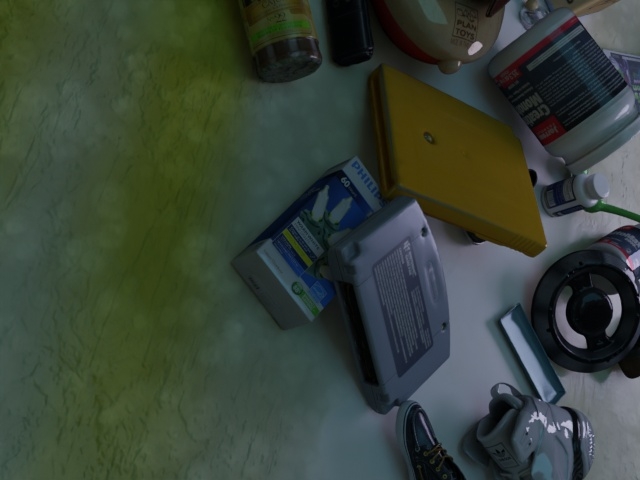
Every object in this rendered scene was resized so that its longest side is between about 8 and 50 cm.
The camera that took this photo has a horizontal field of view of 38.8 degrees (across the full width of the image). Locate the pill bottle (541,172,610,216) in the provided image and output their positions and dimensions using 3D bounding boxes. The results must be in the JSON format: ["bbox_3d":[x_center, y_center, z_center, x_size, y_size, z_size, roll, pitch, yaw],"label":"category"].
[{"bbox_3d":[0.490,-0.090,1.740,0.067,0.120,0.067,11,71,-34],"label":"pill bottle"}]

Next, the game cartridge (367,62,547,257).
[{"bbox_3d":[0.231,-0.134,1.548,0.323,0.052,0.285,21,46,-28],"label":"game cartridge"}]

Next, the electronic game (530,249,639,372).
[{"bbox_3d":[0.496,0.131,1.679,0.229,0.048,0.229,-1,94,-13],"label":"electronic game"}]

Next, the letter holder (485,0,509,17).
[{"bbox_3d":[0.322,-0.544,1.545,0.152,0.214,0.302,34,51,12],"label":"letter holder"}]

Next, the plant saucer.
[{"bbox_3d":[0.379,0.210,1.636,0.067,0.018,0.192,-33,96,-38],"label":"plant saucer"}]

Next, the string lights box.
[{"bbox_3d":[0.000,0.000,1.378,0.133,0.076,0.260,53,53,-12],"label":"string lights box"}]

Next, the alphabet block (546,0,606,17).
[{"bbox_3d":[0.585,-0.596,1.912,0.193,0.197,0.192,-25,92,-39],"label":"alphabet block"}]

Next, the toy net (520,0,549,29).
[{"bbox_3d":[0.413,-0.509,1.855,0.122,0.045,0.232,-34,98,-38],"label":"toy net"}]

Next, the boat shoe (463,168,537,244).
[{"bbox_3d":[0.328,-0.069,1.650,0.075,0.065,0.206,54,53,-11],"label":"boat shoe"}]

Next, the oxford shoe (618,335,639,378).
[{"bbox_3d":[0.649,0.198,1.814,0.227,0.083,0.096,-33,117,-38],"label":"oxford shoe"}]

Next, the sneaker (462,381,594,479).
[{"bbox_3d":[0.329,0.412,1.470,0.210,0.137,0.366,31,55,-25],"label":"sneaker"}]

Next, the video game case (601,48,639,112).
[{"bbox_3d":[0.698,-0.334,2.030,0.190,0.022,0.173,0,77,-37],"label":"video game case"}]

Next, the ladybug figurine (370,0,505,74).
[{"bbox_3d":[0.185,-0.498,1.607,0.305,0.162,0.449,9,71,-37],"label":"ladybug figurine"}]

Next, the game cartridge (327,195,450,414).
[{"bbox_3d":[0.116,0.093,1.392,0.198,0.062,0.297,-39,124,-41],"label":"game cartridge"}]

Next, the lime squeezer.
[{"bbox_3d":[0.542,-0.128,1.804,0.310,0.110,0.059,60,24,12],"label":"lime squeezer"}]

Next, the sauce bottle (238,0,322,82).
[{"bbox_3d":[-0.088,-0.423,1.420,0.111,0.111,0.344,-11,82,-38],"label":"sauce bottle"}]

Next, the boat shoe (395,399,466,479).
[{"bbox_3d":[0.174,0.333,1.385,0.065,0.083,0.183,-20,101,-42],"label":"boat shoe"}]

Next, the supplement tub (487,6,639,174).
[{"bbox_3d":[0.464,-0.280,1.711,0.191,0.191,0.272,-37,90,-38],"label":"supplement tub"}]

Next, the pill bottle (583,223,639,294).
[{"bbox_3d":[0.603,0.029,1.798,0.180,0.108,0.108,-24,92,-39],"label":"pill bottle"}]

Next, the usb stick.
[{"bbox_3d":[0.041,-0.430,1.539,0.045,0.077,0.278,12,68,-57],"label":"usb stick"}]
